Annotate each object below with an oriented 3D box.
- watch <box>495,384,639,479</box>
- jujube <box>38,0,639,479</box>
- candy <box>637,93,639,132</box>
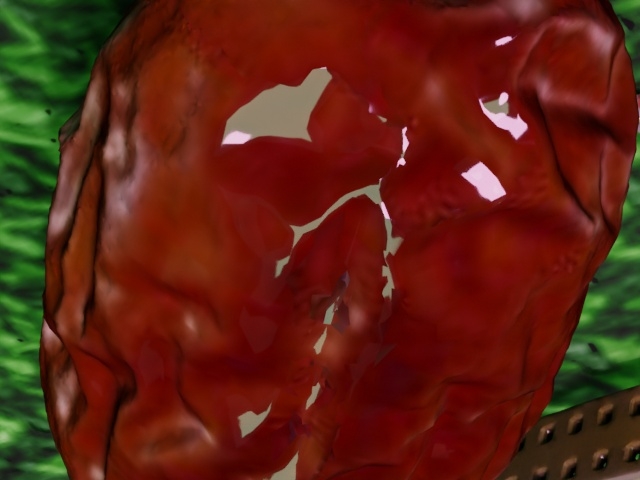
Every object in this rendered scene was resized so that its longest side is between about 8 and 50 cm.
[{"bbox_3d":[0.156,0.120,0.725,0.268,0.102,0.165,-20,132,33],"label":"watch"},{"bbox_3d":[0.000,0.000,0.554,0.174,0.174,0.250,9,132,-4],"label":"jujube"},{"bbox_3d":[0.137,-0.057,0.586,0.083,0.020,0.030,-29,126,32],"label":"candy"}]
